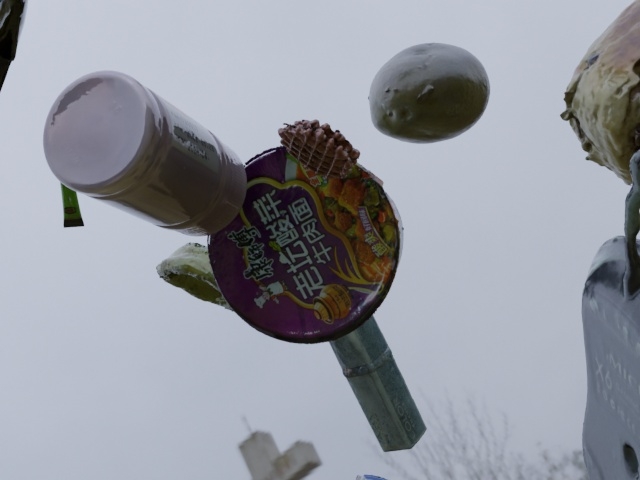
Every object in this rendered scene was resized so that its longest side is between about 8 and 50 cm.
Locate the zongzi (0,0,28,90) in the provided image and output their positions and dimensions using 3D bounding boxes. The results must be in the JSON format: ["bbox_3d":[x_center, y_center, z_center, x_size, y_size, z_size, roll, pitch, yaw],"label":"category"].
[{"bbox_3d":[-0.367,-0.062,0.767,0.403,0.207,0.432,-57,-11,-22],"label":"zongzi"}]

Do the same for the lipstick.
[{"bbox_3d":[0.092,0.234,1.659,0.076,0.290,0.077,-20,10,39],"label":"lipstick"}]

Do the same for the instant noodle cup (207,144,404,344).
[{"bbox_3d":[0.000,0.000,1.256,0.251,0.251,0.190,-39,-7,14],"label":"instant noodle cup"}]

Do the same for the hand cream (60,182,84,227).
[{"bbox_3d":[-0.425,-0.081,1.599,0.036,0.023,0.122,-4,-74,3],"label":"hand cream"}]

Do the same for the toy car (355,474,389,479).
[{"bbox_3d":[0.087,0.521,1.753,0.080,0.171,0.070,13,-17,7],"label":"toy car"}]

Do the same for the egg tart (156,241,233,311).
[{"bbox_3d":[-0.180,0.060,1.597,0.197,0.197,0.078,40,-112,-56],"label":"egg tart"}]

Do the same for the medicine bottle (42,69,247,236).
[{"bbox_3d":[-0.185,-0.087,1.056,0.133,0.133,0.249,-36,-21,9],"label":"medicine bottle"}]

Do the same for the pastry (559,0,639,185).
[{"bbox_3d":[0.434,-0.197,1.250,0.237,0.170,0.256,46,-109,-36],"label":"pastry"}]

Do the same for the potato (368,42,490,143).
[{"bbox_3d":[0.163,-0.221,1.442,0.178,0.160,0.235,-42,-11,35],"label":"potato"}]

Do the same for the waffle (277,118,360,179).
[{"bbox_3d":[-0.002,-0.091,0.938,0.083,0.075,0.029,44,-118,-35],"label":"waffle"}]

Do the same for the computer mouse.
[{"bbox_3d":[0.244,0.102,0.636,0.090,0.167,0.380,-18,-59,-7],"label":"computer mouse"}]
